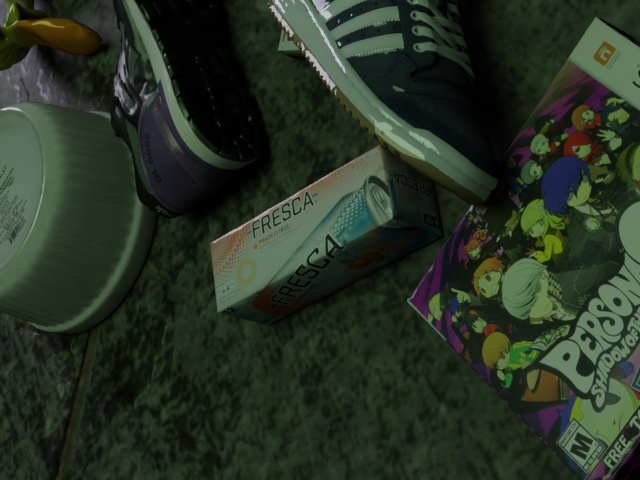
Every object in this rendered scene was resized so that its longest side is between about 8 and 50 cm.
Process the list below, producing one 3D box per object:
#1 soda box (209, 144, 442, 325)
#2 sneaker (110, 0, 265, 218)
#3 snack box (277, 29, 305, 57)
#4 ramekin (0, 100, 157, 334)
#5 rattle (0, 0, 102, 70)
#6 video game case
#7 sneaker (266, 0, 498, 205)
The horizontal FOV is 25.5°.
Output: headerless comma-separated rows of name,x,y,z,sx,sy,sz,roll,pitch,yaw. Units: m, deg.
soda box,0.000,0.000,1.046,0.183,0.058,0.063,-29,58,36
sneaker,-0.148,-0.151,1.212,0.124,0.107,0.283,-42,51,35
snack box,0.012,-0.234,1.134,0.064,0.022,0.178,6,82,44
ramekin,-0.252,-0.027,1.266,0.207,0.109,0.207,-16,66,40
rattle,-0.278,-0.267,1.400,0.142,0.130,0.200,-18,38,28
video game case,0.181,0.007,0.878,0.232,0.041,0.210,-57,45,15
sneaker,0.073,-0.153,0.976,0.153,0.099,0.282,-48,43,12
